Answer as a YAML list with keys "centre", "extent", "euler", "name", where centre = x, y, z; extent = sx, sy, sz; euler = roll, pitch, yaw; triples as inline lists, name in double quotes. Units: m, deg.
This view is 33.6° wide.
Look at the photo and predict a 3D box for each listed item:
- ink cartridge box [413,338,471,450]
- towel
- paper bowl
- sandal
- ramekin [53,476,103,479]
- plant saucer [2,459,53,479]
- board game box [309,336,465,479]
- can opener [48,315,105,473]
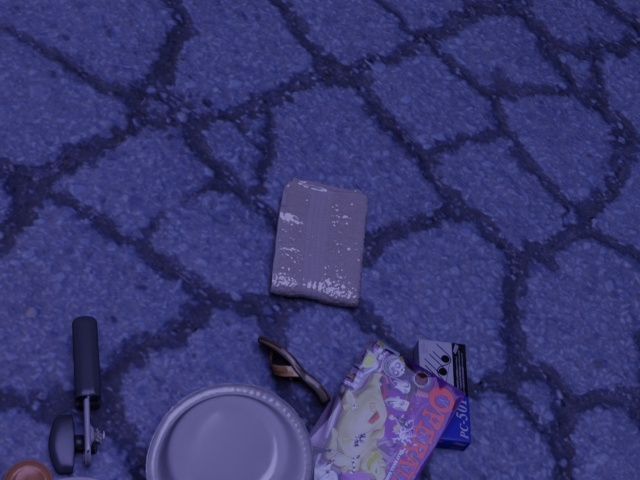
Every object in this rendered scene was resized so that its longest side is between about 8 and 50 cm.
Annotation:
- centre: [0.231, 0.294, 2.025]
  extent: [0.097, 0.046, 0.207]
  euler: [7, 57, -10]
  name: "ink cartridge box"
- centre: [0.000, 0.000, 2.152]
  extent: [0.187, 0.049, 0.282]
  euler: [10, 56, -8]
  name: "towel"
- centre: [-0.151, 0.375, 1.777]
  extent: [0.284, 0.148, 0.284]
  euler: [1, 58, -1]
  name: "paper bowl"
- centre: [-0.057, 0.246, 1.974]
  extent: [0.049, 0.072, 0.180]
  euler: [-44, 80, -11]
  name: "sandal"
- centre: [-0.389, 0.508, 1.620]
  extent: [0.273, 0.127, 0.273]
  euler: [-9, 42, 8]
  name: "ramekin"
- centre: [-0.491, 0.408, 1.777]
  extent: [0.083, 0.013, 0.083]
  euler: [7, 56, -11]
  name: "plant saucer"
- centre: [0.090, 0.365, 1.907]
  extent: [0.208, 0.056, 0.347]
  euler: [32, 64, 6]
  name: "board game box"
- centre: [-0.423, 0.265, 1.851]
  extent: [0.093, 0.074, 0.280]
  euler: [2, 57, -13]
  name: "can opener"
